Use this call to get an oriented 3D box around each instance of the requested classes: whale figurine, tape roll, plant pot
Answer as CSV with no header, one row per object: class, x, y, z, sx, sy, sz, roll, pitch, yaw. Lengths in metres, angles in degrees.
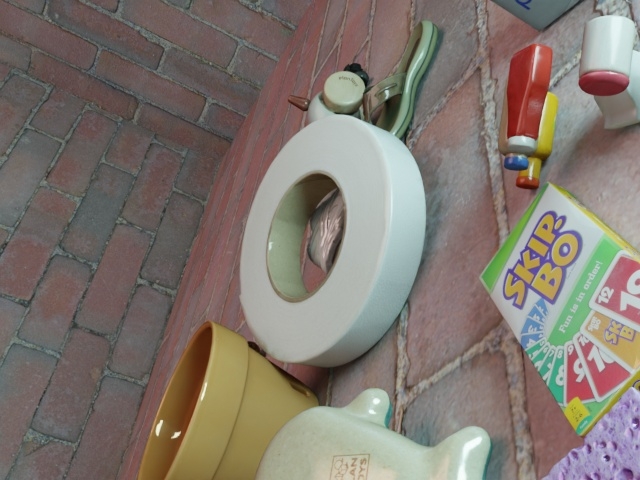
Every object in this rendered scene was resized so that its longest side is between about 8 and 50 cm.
whale figurine,0.058,0.258,0.647,0.272,0.141,0.216,-20,43,34
tape roll,0.000,0.000,1.005,0.392,0.072,0.392,-24,59,47
plant pot,-0.134,0.293,1.001,0.291,0.203,0.291,-55,21,33

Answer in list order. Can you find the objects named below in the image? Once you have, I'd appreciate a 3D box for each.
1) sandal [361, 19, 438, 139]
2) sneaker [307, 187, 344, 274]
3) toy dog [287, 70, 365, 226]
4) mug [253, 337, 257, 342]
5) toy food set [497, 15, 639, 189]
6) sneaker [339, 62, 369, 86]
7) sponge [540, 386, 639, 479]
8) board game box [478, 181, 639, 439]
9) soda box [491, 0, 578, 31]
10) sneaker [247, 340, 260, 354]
sandal,0.123,-0.270,1.180,0.302,0.086,0.120,-69,17,-10
sneaker,0.034,-0.056,1.103,0.115,0.090,0.232,22,87,50
toy dog,-0.006,-0.186,1.284,0.220,0.161,0.333,91,-171,-48
mug,-0.088,0.173,1.265,0.062,0.064,0.078,-49,23,46
toy food set,0.236,-0.119,0.601,0.232,0.111,0.104,171,109,-70
sneaker,0.077,-0.394,1.551,0.170,0.051,0.089,151,135,-69
sponge,0.179,0.213,0.437,0.210,0.031,0.117,-57,21,22
board game box,0.217,0.042,0.567,0.124,0.039,0.259,-59,15,20
soda box,0.309,-0.359,0.710,0.286,0.098,0.091,-33,36,61
sneaker,-0.180,0.310,1.379,0.086,0.064,0.192,142,148,-72
